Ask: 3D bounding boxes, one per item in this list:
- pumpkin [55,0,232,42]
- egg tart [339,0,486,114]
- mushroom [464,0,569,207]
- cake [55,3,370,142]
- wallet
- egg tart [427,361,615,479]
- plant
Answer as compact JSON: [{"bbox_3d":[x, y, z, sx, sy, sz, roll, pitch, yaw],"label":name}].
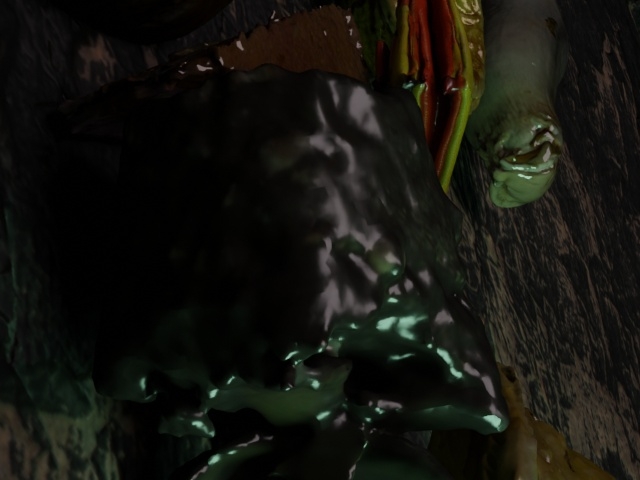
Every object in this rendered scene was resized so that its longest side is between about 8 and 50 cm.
[{"bbox_3d":[-0.061,-0.248,0.865,0.148,0.169,0.312,47,33,-38],"label":"pumpkin"},{"bbox_3d":[0.085,-0.226,1.241,0.241,0.106,0.241,41,41,-48],"label":"egg tart"},{"bbox_3d":[0.222,-0.179,1.481,0.397,0.126,0.177,-66,141,-61],"label":"mushroom"},{"bbox_3d":[-0.049,-0.090,0.841,0.295,0.116,0.113,-18,88,-66],"label":"cake"},{"bbox_3d":[0.063,-0.071,1.010,0.141,0.067,0.241,-89,-174,-45],"label":"wallet"},{"bbox_3d":[0.128,0.239,0.810,0.341,0.129,0.341,2,90,-88],"label":"egg tart"},{"bbox_3d":[-0.018,0.054,0.705,0.188,0.199,0.276,0,81,-54],"label":"plant"}]
